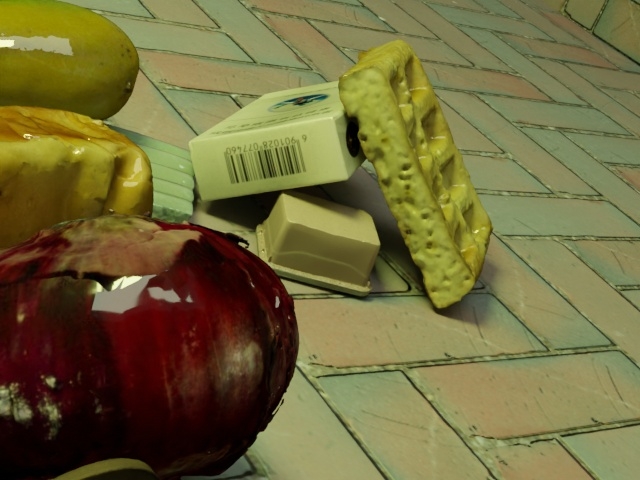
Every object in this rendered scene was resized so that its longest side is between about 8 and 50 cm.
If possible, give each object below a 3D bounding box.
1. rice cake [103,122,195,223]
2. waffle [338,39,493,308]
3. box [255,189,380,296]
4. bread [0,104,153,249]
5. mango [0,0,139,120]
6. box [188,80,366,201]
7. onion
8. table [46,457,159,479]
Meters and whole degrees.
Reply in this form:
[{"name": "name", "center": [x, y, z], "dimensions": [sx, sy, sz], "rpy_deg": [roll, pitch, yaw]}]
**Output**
[{"name": "rice cake", "center": [-0.223, -0.073, 1.125], "dimensions": [0.198, 0.037, 0.189], "rpy_deg": [17, 25, -11]}, {"name": "waffle", "center": [0.109, -0.079, 1.196], "dimensions": [0.274, 0.057, 0.168], "rpy_deg": [65, 23, -11]}, {"name": "box", "center": [0.000, 0.000, 1.138], "dimensions": [0.122, 0.062, 0.089], "rpy_deg": [15, 27, -15]}, {"name": "bread", "center": [-0.257, -0.012, 0.820], "dimensions": [0.132, 0.167, 0.294], "rpy_deg": [28, 18, 34]}, {"name": "mango", "center": [-0.303, -0.182, 1.098], "dimensions": [0.251, 0.114, 0.156], "rpy_deg": [6, 38, -29]}, {"name": "box", "center": [-0.022, -0.118, 1.238], "dimensions": [0.164, 0.069, 0.256], "rpy_deg": [-7, 16, 19]}, {"name": "onion", "center": [-0.134, 0.092, 0.713], "dimensions": [0.252, 0.219, 0.252], "rpy_deg": [-11, -3, -1]}, {"name": "table", "center": [-0.085, 0.244, 0.529], "dimensions": [0.167, 0.167, 0.227], "rpy_deg": [-12, 51, -50]}]
